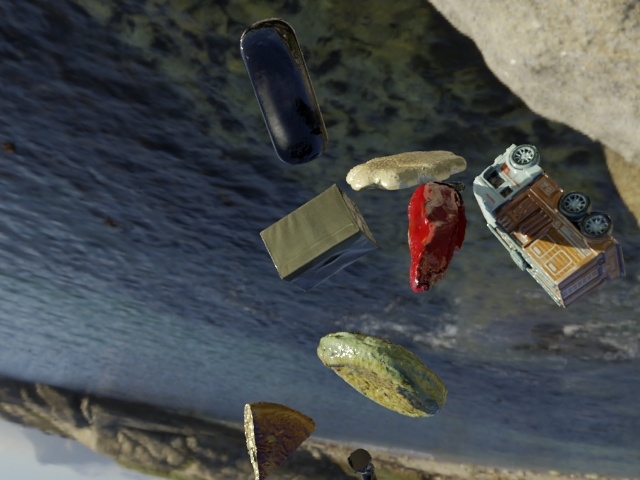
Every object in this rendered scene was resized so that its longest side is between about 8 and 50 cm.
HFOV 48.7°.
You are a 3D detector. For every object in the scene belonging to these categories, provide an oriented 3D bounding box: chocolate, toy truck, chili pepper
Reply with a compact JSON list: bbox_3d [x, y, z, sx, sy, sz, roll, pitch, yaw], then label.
[{"bbox_3d":[0.115,0.605,1.863,0.070,0.072,0.147,8,140,20],"label":"chocolate"},{"bbox_3d":[0.409,-0.030,1.315,0.162,0.305,0.136,-36,141,3],"label":"toy truck"},{"bbox_3d":[0.199,-0.021,1.223,0.110,0.388,0.110,5,117,9],"label":"chili pepper"}]

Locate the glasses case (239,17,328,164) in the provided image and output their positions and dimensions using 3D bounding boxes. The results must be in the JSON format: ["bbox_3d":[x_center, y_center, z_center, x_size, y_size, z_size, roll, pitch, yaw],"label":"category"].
[{"bbox_3d":[-0.074,-0.305,1.476,0.121,0.075,0.315,-19,117,1],"label":"glasses case"}]

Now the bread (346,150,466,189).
[{"bbox_3d":[0.218,-0.187,1.843,0.315,0.054,0.316,-8,-164,2],"label":"bread"}]

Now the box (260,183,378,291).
[{"bbox_3d":[0.000,0.000,1.778,0.231,0.156,0.149,-33,153,10],"label":"box"}]

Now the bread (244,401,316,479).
[{"bbox_3d":[-0.099,0.352,1.316,0.054,0.154,0.136,2,131,56],"label":"bread"}]

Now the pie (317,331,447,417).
[{"bbox_3d":[0.124,0.261,1.387,0.276,0.079,0.277,24,159,10],"label":"pie"}]
